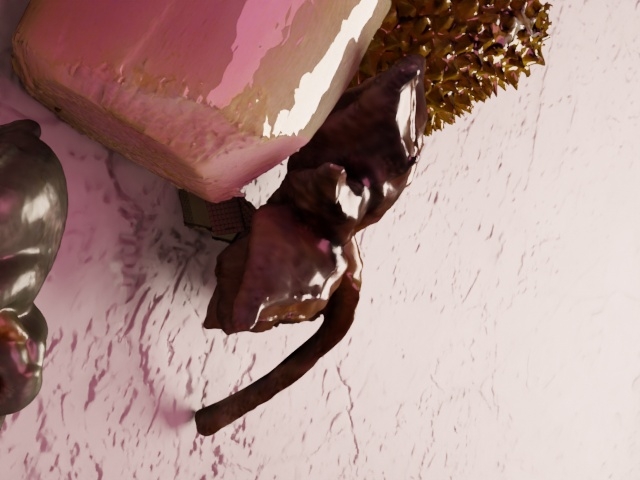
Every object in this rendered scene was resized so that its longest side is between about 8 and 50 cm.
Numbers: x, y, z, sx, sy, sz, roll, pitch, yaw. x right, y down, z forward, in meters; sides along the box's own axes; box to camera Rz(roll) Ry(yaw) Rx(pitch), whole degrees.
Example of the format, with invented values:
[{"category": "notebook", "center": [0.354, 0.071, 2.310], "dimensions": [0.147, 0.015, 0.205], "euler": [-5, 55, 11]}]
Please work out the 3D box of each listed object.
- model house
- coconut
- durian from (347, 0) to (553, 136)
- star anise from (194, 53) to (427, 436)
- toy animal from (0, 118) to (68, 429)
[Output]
[{"category": "model house", "center": [-0.076, -0.031, 1.298], "dimensions": [0.057, 0.058, 0.083], "euler": [-33, 121, -41]}, {"category": "coconut", "center": [-0.078, -0.169, 1.161], "dimensions": [0.233, 0.233, 0.245], "euler": [40, 74, -45]}, {"category": "durian", "center": [0.107, -0.190, 1.431], "dimensions": [0.249, 0.138, 0.183], "euler": [-32, 129, -34]}, {"category": "star anise", "center": [-0.002, -0.001, 1.263], "dimensions": [0.349, 0.109, 0.292], "euler": [-56, 167, -9]}, {"category": "toy animal", "center": [-0.226, 0.050, 1.102], "dimensions": [0.127, 0.125, 0.251], "euler": [-9, 113, -19]}]
